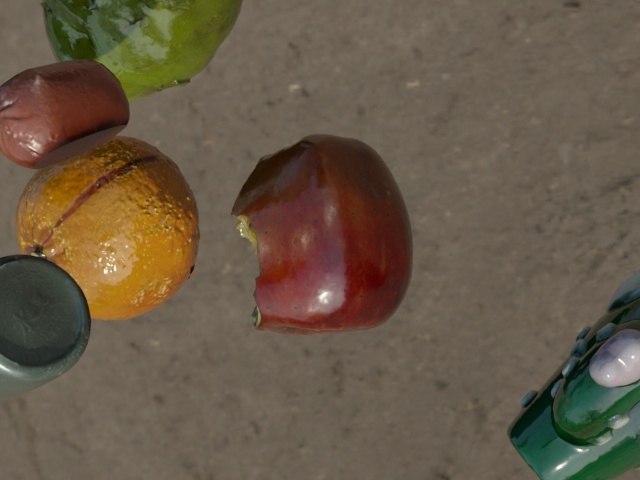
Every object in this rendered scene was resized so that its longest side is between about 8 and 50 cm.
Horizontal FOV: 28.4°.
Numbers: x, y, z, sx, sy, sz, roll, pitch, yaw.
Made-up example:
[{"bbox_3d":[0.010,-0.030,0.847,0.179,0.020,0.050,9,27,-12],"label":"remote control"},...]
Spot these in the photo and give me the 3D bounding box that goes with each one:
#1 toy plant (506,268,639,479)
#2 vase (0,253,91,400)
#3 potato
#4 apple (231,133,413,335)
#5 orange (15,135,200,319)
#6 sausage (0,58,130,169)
[{"bbox_3d":[0.237,0.076,0.847,0.112,0.243,0.232,53,161,20],"label":"toy plant"},{"bbox_3d":[-0.242,0.085,0.889,0.214,0.086,0.086,-33,71,49],"label":"vase"},{"bbox_3d":[-0.164,-0.237,1.177,0.253,0.186,0.148,-45,28,36],"label":"potato"},{"bbox_3d":[0.005,-0.004,1.016,0.147,0.156,0.158,-6,80,36],"label":"apple"},{"bbox_3d":[-0.216,-0.011,1.270,0.193,0.161,0.193,13,116,28],"label":"orange"},{"bbox_3d":[-0.162,-0.080,0.780,0.059,0.094,0.054,-34,85,44],"label":"sausage"}]
